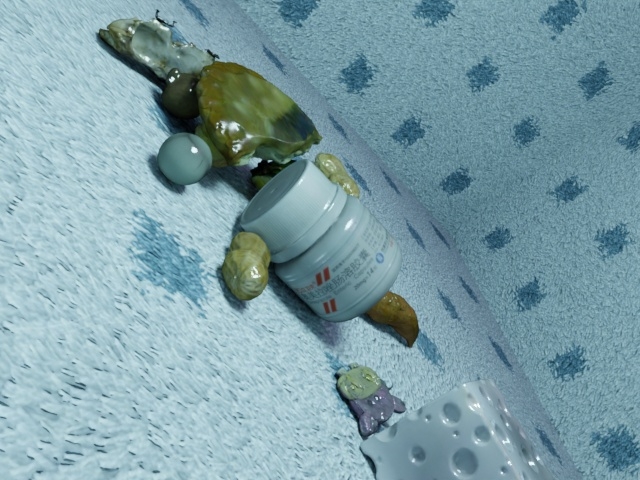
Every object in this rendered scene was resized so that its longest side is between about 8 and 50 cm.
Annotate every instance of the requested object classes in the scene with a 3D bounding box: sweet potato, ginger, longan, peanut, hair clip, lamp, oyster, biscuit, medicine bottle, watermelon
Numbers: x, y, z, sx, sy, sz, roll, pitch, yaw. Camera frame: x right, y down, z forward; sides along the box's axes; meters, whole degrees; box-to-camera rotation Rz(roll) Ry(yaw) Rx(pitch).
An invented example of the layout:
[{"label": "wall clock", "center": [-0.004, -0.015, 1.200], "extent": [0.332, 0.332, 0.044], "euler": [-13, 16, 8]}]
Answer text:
[{"label": "sweet potato", "center": [0.185, 0.188, 1.678], "extent": [0.095, 0.106, 0.354], "euler": [21, -13, 47]}, {"label": "ginger", "center": [-0.213, -0.269, 1.468], "extent": [0.126, 0.190, 0.354], "euler": [24, 31, -1]}, {"label": "longan", "center": [-0.315, -0.335, 1.398], "extent": [0.106, 0.106, 0.119], "euler": [-102, 168, -55]}, {"label": "peanut", "center": [0.057, -0.217, 2.154], "extent": [0.229, 0.098, 0.103], "euler": [57, -9, 23]}, {"label": "hair clip", "center": [0.101, 0.320, 1.275], "extent": [0.146, 0.056, 0.187], "euler": [51, 19, 19]}, {"label": "lamp", "center": [-0.263, -0.157, 1.184], "extent": [0.105, 0.105, 0.105], "euler": [46, 18, -20]}, {"label": "oyster", "center": [-0.345, -0.435, 1.434], "extent": [0.198, 0.133, 0.337], "euler": [23, 3, 36]}, {"label": "biscuit", "center": [-0.137, -0.265, 1.370], "extent": [0.329, 0.078, 0.335], "euler": [32, 41, -20]}, {"label": "medicine bottle", "center": [0.000, 0.000, 1.317], "extent": [0.306, 0.245, 0.245], "euler": [46, 18, -19]}, {"label": "peanut", "center": [-0.140, 0.043, 1.153], "extent": [0.089, 0.089, 0.193], "euler": [46, 14, -20]}, {"label": "watermelon", "center": [-0.061, -0.126, 1.501], "extent": [0.204, 0.127, 0.232], "euler": [14, -32, 53]}]

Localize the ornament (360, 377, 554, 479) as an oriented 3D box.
[{"label": "ornament", "center": [0.267, 0.428, 1.170], "extent": [0.239, 0.240, 0.239], "euler": [20, 38, -60]}]

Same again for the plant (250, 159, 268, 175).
[{"label": "plant", "center": [-0.117, -0.156, 1.619], "extent": [0.174, 0.087, 0.085], "euler": [29, 59, -43]}]
